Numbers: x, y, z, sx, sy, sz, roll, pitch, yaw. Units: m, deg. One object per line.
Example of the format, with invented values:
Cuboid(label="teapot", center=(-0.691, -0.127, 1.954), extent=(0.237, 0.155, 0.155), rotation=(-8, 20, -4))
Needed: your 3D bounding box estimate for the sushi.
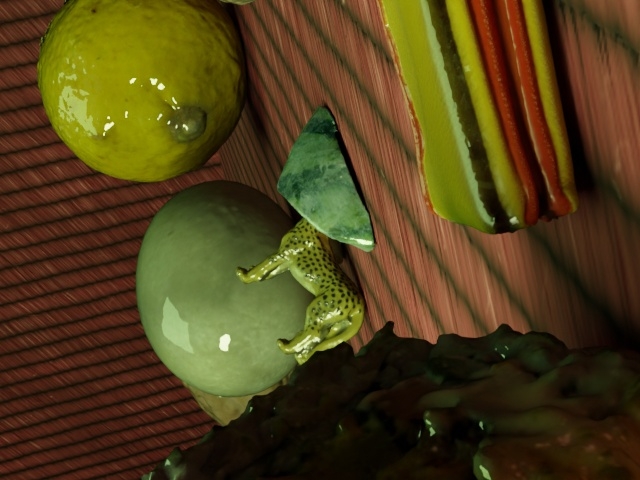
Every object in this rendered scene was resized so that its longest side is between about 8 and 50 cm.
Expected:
Cuboid(label="sushi", center=(0.025, 0.140, 0.379), extent=(0.184, 0.274, 0.139), rotation=(19, 134, 54))

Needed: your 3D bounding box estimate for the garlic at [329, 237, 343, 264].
Cuboid(label="garlic", center=(0.001, 0.000, 1.126), extent=(0.083, 0.041, 0.053), rotation=(-140, 32, -65))

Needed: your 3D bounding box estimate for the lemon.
Cuboid(label="lemon", center=(-0.284, -0.267, 1.625), extent=(0.387, 0.350, 0.350), rotation=(37, 144, 49))

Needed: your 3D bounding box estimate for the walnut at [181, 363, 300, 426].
Cuboid(label="walnut", center=(-0.130, 0.192, 1.676), extent=(0.227, 0.273, 0.273), rotation=(-37, 62, 46))

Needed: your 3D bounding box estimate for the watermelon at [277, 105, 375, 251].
Cuboid(label="watermelon", center=(0.008, -0.049, 0.969), extent=(0.094, 0.081, 0.180), rotation=(51, -165, -36))

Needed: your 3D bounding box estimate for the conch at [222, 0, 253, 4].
Cuboid(label="conch", center=(-0.078, -0.327, 1.012), extent=(0.155, 0.130, 0.207), rotation=(-64, -1, 21))

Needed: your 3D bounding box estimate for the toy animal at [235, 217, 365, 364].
Cuboid(label="toy animal", center=(-0.002, 0.048, 1.049), extent=(0.073, 0.136, 0.181), rotation=(28, -151, -59))

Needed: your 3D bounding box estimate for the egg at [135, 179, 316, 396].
Cuboid(label="egg", center=(-0.132, 0.063, 1.379), extent=(0.258, 0.258, 0.352), rotation=(84, 170, -45))

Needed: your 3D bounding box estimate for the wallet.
Cuboid(label="wallet", center=(0.051, -0.124, 0.464), extent=(0.141, 0.067, 0.241), rotation=(-156, 52, -82))
